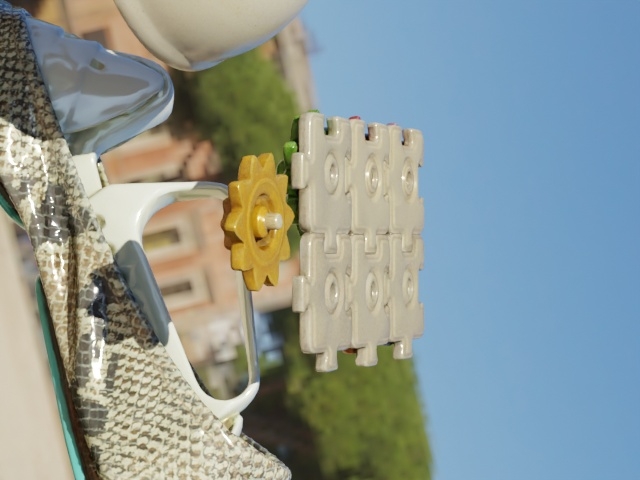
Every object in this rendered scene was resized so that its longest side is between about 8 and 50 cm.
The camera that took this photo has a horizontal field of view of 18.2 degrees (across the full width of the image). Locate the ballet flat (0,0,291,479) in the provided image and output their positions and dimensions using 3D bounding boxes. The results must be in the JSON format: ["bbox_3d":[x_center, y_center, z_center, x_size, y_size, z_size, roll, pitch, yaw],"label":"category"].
[{"bbox_3d":[-0.151,-0.013,1.414,0.483,0.182,0.164,65,3,13],"label":"ballet flat"}]

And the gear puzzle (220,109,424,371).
[{"bbox_3d":[0.000,0.000,1.360,0.339,0.044,0.175,0,90,-69],"label":"gear puzzle"}]

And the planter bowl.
[{"bbox_3d":[-0.053,-0.196,1.259,0.162,0.109,0.162,24,61,-54],"label":"planter bowl"}]
